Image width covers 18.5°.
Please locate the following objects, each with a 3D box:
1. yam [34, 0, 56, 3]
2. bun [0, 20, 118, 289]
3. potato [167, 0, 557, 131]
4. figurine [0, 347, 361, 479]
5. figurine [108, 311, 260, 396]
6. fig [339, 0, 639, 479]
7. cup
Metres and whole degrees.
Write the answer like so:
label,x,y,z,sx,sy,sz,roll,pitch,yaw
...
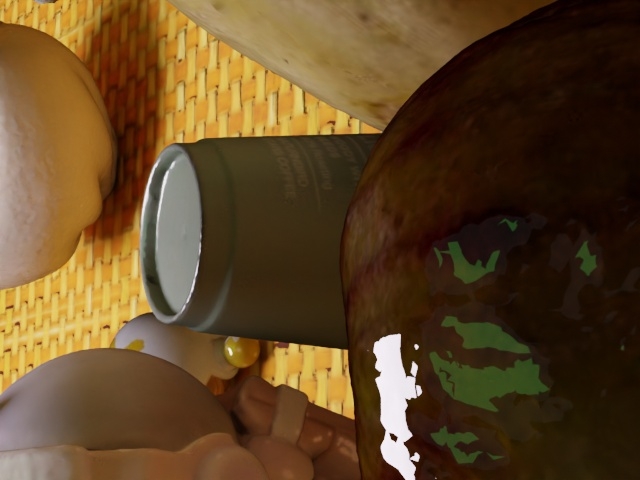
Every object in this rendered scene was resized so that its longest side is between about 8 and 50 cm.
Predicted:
label,x,y,z,sx,sy,sz,roll,pitch,yaw
yam,-0.180,-0.224,1.331,0.132,0.054,0.054,-61,35,35
bun,-0.191,-0.052,1.248,0.173,0.120,0.173,-2,88,55
potato,0.003,-0.171,0.784,0.285,0.242,0.242,-99,30,-41
figurine,-0.064,0.123,0.860,0.162,0.237,0.141,-24,57,56
figurine,-0.072,0.043,1.069,0.101,0.068,0.143,39,103,50
fig,0.168,0.018,0.529,0.321,0.217,0.217,-12,72,31
cup,0.000,0.000,0.850,0.120,0.141,0.120,-11,78,62
